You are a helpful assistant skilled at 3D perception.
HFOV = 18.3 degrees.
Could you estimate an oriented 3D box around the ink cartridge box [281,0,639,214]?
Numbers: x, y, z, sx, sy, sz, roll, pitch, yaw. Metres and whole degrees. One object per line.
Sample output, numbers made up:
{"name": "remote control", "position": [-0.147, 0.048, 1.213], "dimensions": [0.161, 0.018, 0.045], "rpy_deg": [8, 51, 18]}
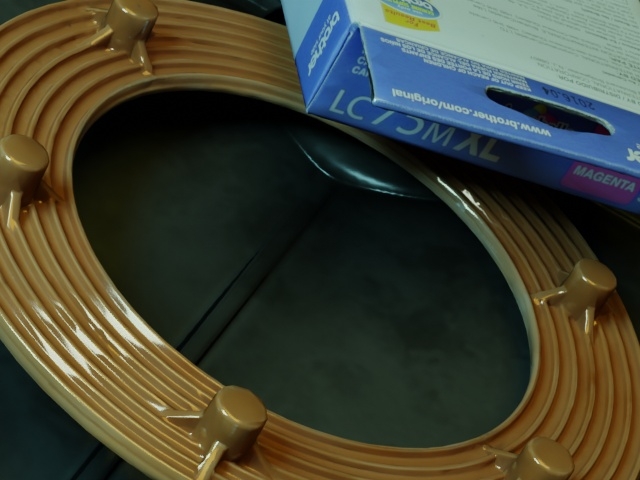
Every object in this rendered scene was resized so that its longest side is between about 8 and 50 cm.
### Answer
{"name": "ink cartridge box", "position": [0.070, -0.119, 0.965], "dimensions": [0.186, 0.065, 0.311], "rpy_deg": [15, 34, -23]}

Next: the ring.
{"name": "ring", "position": [0.000, 0.000, 0.842], "dimensions": [0.337, 0.032, 0.336], "rpy_deg": [20, 35, -15]}
